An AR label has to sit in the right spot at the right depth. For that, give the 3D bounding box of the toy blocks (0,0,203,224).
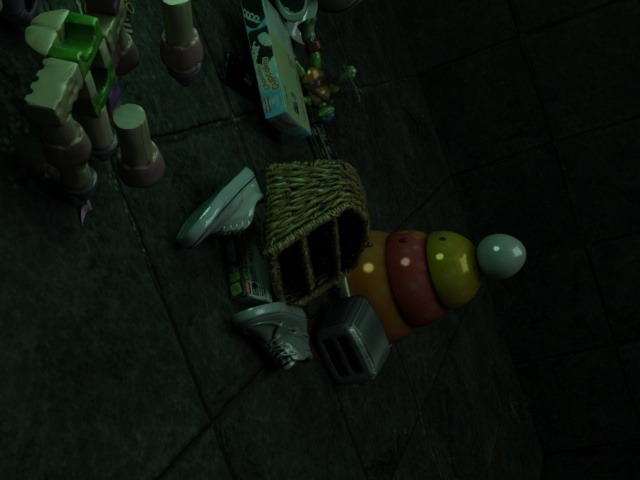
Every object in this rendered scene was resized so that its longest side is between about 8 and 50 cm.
[{"bbox_3d":[-0.347,-0.212,1.097,0.260,0.308,0.289,99,2,-61],"label":"toy blocks"}]

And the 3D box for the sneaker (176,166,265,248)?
[{"bbox_3d":[-0.175,-0.050,1.421,0.091,0.094,0.258,50,40,-12],"label":"sneaker"}]

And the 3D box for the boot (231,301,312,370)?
[{"bbox_3d":[-0.083,0.199,1.503,0.258,0.095,0.123,17,53,-64],"label":"boot"}]

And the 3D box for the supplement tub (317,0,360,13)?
[{"bbox_3d":[-0.001,-0.815,2.199,0.325,0.235,0.235,-10,84,-67],"label":"supplement tub"}]

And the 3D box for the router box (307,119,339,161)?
[{"bbox_3d":[0.005,-0.272,2.097,0.122,0.038,0.092,68,23,-12],"label":"router box"}]

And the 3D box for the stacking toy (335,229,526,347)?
[{"bbox_3d":[0.304,0.081,1.974,0.350,0.479,0.351,48,34,-47],"label":"stacking toy"}]

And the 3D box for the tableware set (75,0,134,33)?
[{"bbox_3d":[-0.384,-0.429,1.337,0.154,0.024,0.104,-18,91,-67],"label":"tableware set"}]

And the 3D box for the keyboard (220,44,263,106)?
[{"bbox_3d":[-0.184,-0.392,1.775,0.192,0.038,0.100,22,78,-63],"label":"keyboard"}]

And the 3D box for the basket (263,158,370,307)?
[{"bbox_3d":[0.000,0.000,1.573,0.299,0.213,0.223,85,2,-59],"label":"basket"}]

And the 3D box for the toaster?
[{"bbox_3d":[0.074,0.238,1.798,0.227,0.129,0.146,67,26,-19],"label":"toaster"}]

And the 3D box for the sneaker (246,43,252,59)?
[{"bbox_3d":[-0.162,-0.460,1.867,0.035,0.031,0.083,-60,141,-26],"label":"sneaker"}]

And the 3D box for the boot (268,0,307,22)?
[{"bbox_3d":[-0.099,-0.637,1.969,0.176,0.088,0.244,106,-31,-64],"label":"boot"}]

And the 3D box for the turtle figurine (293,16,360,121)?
[{"bbox_3d":[-0.017,-0.444,1.968,0.266,0.197,0.275,66,20,-8],"label":"turtle figurine"}]

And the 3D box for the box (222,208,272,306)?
[{"bbox_3d":[-0.154,0.026,1.538,0.114,0.036,0.207,25,52,-60],"label":"box"}]

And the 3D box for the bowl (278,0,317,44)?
[{"bbox_3d":[-0.072,-0.634,2.100,0.142,0.053,0.142,12,94,-66],"label":"bowl"}]

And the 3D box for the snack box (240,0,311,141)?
[{"bbox_3d":[-0.107,-0.420,1.818,0.187,0.060,0.322,28,48,-69],"label":"snack box"}]
